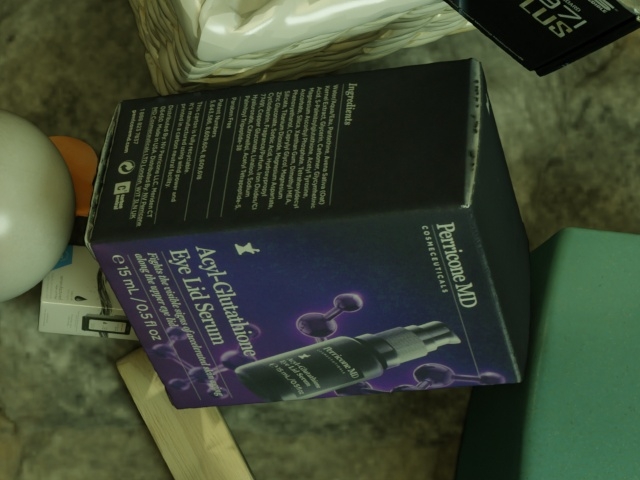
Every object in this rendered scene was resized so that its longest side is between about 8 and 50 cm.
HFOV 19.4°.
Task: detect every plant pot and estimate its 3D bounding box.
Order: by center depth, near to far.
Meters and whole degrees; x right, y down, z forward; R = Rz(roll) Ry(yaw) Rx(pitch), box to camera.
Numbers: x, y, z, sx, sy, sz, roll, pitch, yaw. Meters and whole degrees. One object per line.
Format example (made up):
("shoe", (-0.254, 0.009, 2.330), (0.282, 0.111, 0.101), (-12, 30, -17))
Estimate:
("plant pot", (0.172, 0.120, 1.079), (0.166, 0.165, 0.234), (7, 76, -9))

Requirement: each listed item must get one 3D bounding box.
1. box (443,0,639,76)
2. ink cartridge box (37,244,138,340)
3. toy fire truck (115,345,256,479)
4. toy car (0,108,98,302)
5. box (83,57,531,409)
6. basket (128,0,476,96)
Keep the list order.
("box", (0.072, -0.165, 0.824), (0.180, 0.147, 0.077), (39, 80, -7))
("ink cartridge box", (-0.121, 0.031, 1.089), (0.083, 0.028, 0.048), (6, 46, -9))
("toy fire truck", (-0.097, 0.195, 1.050), (0.217, 0.246, 0.158), (-13, 129, -9))
("toy car", (-0.229, -0.021, 1.032), (0.210, 0.238, 0.219), (29, 123, 26))
("box", (0.000, 0.000, 1.012), (0.207, 0.153, 0.108), (-6, 48, 16))
("basket", (0.024, -0.274, 1.031), (0.331, 0.266, 0.328), (-18, 88, -10))
